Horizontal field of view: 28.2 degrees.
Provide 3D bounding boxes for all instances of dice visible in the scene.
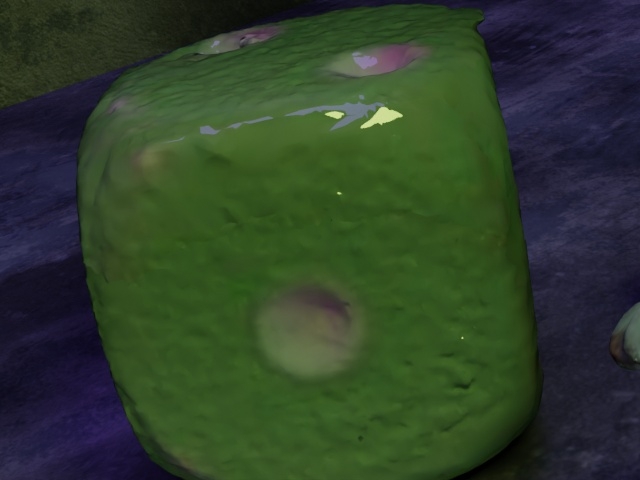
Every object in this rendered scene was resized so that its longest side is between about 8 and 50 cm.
[{"bbox_3d":[0.000,0.000,1.031,0.318,0.322,0.330,-9,24,7],"label":"dice"}]

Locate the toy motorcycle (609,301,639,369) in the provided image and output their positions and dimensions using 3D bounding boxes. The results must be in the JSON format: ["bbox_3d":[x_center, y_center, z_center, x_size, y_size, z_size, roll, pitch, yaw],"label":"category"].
[{"bbox_3d":[0.307,0.116,0.712,0.182,0.241,0.319,-31,26,-24],"label":"toy motorcycle"}]
